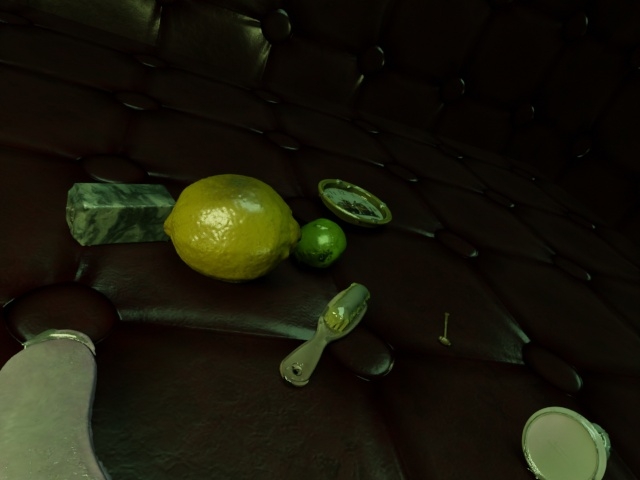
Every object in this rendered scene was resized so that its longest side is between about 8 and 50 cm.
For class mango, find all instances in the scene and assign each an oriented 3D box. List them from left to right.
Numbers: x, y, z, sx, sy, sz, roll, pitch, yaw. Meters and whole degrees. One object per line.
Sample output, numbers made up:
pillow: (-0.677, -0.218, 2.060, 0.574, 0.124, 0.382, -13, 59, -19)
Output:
mango: (0.001, -0.001, 1.069, 0.119, 0.100, 0.178, 21, 21, 0)

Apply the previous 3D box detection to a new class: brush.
brush: (0.019, 0.156, 0.858, 0.072, 0.067, 0.313, 32, 32, 14)

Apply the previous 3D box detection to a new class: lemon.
lemon: (-0.164, -0.023, 0.884, 0.260, 0.204, 0.204, 7, 30, -1)

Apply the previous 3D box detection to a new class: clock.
clock: (0.092, -0.097, 1.341, 0.237, 0.057, 0.237, 20, 28, -11)

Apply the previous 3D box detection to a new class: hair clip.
hair clip: (-0.295, 0.221, 0.517, 0.358, 0.110, 0.095, 43, -6, 38)

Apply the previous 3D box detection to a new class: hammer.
hammer: (0.277, 0.193, 1.032, 0.029, 0.014, 0.123, 34, 27, 2)

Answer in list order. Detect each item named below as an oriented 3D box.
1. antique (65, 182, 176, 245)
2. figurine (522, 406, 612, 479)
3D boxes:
antique: (-0.381, -0.052, 0.889, 0.183, 0.088, 0.086, -4, 38, -40)
figurine: (0.433, 0.351, 0.790, 0.153, 0.132, 0.132, 17, 26, -41)
